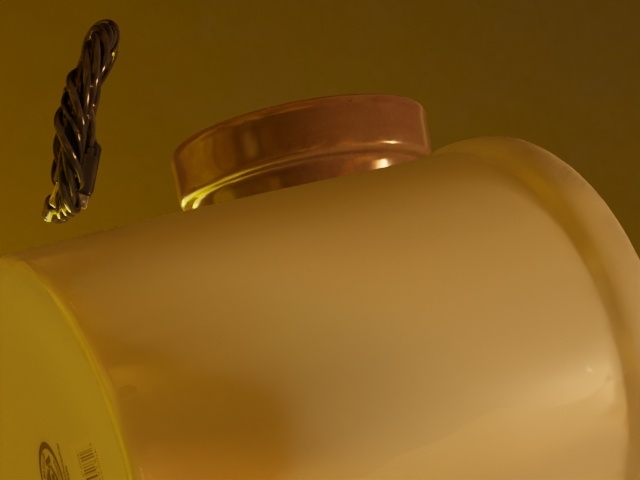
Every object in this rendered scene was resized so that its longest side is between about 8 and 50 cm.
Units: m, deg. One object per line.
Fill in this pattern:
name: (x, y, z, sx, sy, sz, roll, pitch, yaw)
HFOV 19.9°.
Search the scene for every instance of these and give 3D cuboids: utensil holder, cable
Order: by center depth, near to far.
utensil holder: (-0.011, 0.120, 1.241, 0.385, 0.327, 0.327, -13, -39, -28)
cable: (-0.208, -0.109, 1.559, 0.047, 0.184, 0.150, 12, -15, -2)

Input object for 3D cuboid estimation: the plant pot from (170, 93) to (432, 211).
plant pot: (0.000, 0.000, 1.822, 0.263, 0.229, 0.263, -12, -10, -2)
